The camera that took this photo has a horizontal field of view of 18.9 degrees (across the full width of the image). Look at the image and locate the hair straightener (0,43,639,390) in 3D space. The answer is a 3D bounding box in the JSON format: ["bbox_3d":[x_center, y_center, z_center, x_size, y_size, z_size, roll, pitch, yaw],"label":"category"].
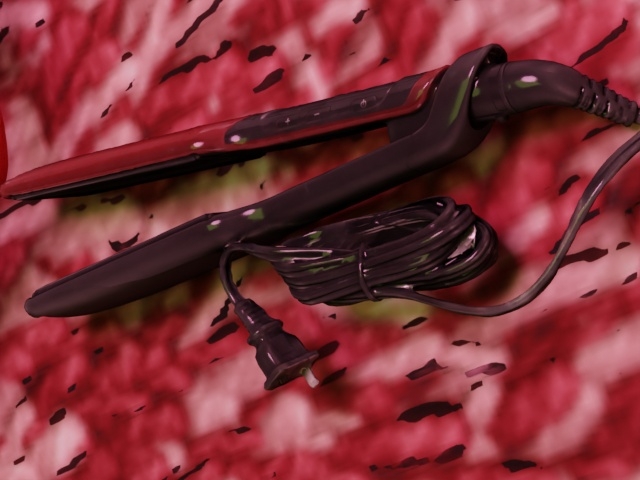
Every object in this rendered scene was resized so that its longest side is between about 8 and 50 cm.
[{"bbox_3d":[0.000,0.000,0.591,0.230,0.047,0.089,-12,86,31],"label":"hair straightener"}]

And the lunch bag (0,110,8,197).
[{"bbox_3d":[-0.226,-0.059,0.681,0.258,0.120,0.293,13,101,19],"label":"lunch bag"}]
